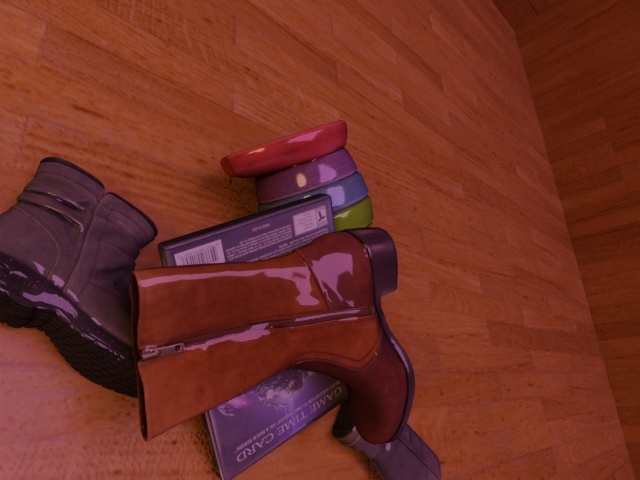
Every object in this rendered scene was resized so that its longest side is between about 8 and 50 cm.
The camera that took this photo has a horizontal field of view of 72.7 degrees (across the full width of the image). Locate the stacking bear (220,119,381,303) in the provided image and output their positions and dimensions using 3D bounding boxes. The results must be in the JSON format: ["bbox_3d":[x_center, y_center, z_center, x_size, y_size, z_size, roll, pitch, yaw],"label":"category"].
[{"bbox_3d":[0.000,0.000,0.600,0.175,0.164,0.289,-88,161,-77],"label":"stacking bear"}]

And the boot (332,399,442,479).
[{"bbox_3d":[0.125,0.287,0.673,0.208,0.076,0.190,44,60,-16],"label":"boot"}]

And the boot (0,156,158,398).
[{"bbox_3d":[-0.201,0.038,0.430,0.246,0.083,0.161,47,39,-25],"label":"boot"}]

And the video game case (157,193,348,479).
[{"bbox_3d":[-0.052,0.104,0.485,0.195,0.026,0.275,-21,115,-35],"label":"video game case"}]

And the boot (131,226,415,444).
[{"bbox_3d":[-0.029,0.131,0.431,0.280,0.096,0.265,-14,110,-37],"label":"boot"}]
